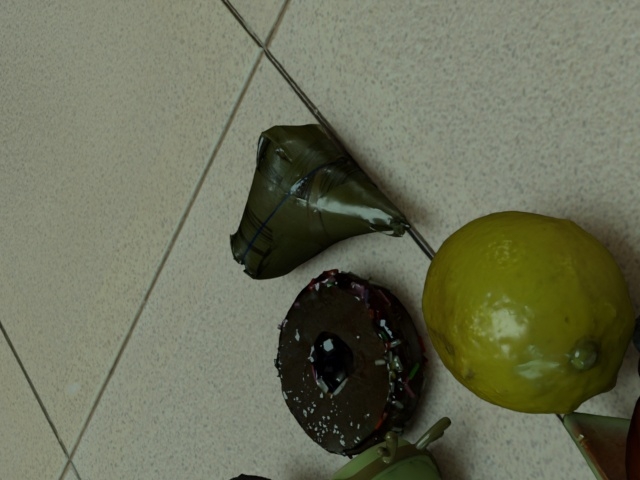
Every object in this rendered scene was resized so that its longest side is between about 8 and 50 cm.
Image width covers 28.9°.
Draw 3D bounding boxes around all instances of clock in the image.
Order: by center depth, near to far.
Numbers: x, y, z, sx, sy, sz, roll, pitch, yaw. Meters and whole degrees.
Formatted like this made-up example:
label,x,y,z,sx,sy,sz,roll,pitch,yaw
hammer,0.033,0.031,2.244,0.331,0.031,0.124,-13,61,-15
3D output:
label,x,y,z,sx,sy,sz,roll,pitch,yaw
clock,0.070,0.360,1.639,0.096,0.235,0.308,45,123,29

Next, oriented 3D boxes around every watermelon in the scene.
label,x,y,z,sx,sy,sz,roll,pitch,yaw
watermelon,0.377,0.320,1.339,0.303,0.159,0.128,-115,30,-50

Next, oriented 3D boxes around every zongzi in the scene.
label,x,y,z,sx,sy,sz,roll,pitch,yaw
zongzi,0.000,0.000,1.783,0.289,0.123,0.260,45,129,33

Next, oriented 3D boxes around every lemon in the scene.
label,x,y,z,sx,sy,sz,roll,pitch,yaw
lemon,0.233,0.080,1.425,0.288,0.233,0.234,-150,64,-63

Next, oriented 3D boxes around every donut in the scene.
label,x,y,z,sx,sy,sz,roll,pitch,yaw
donut,0.043,0.171,1.754,0.269,0.103,0.270,4,96,47

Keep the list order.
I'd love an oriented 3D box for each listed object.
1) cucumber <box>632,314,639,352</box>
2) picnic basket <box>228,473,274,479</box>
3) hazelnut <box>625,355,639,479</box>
label,x,y,z,sx,sy,sz,roll,pitch,yaw
cucumber,0.397,0.091,1.370,0.112,0.064,0.064,-41,62,45
picnic basket,-0.109,0.477,1.799,0.222,0.297,0.129,5,140,43
hazelnut,0.431,0.169,1.155,0.372,0.315,0.372,-172,90,-74
